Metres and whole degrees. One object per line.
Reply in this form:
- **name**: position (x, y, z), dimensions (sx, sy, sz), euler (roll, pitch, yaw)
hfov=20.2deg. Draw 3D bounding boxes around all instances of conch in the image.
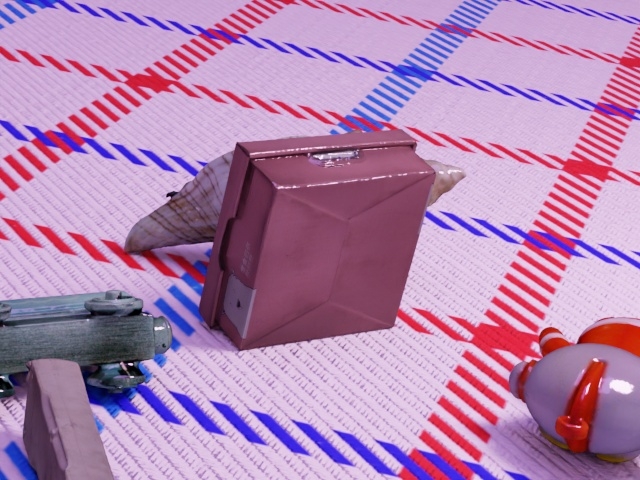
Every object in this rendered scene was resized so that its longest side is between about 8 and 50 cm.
- **conch**: position (-0.025, -0.032, 2.026), dimensions (0.386, 0.203, 0.169), euler (-20, 45, -10)

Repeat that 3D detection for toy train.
- **toy train**: position (-0.273, 0.094, 1.729), dimensions (0.248, 0.101, 0.159), euler (-3, 7, -26)

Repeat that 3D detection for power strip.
- **power strip**: position (-0.208, 0.190, 1.499), dimensions (0.048, 0.080, 0.286), euler (2, 22, -17)

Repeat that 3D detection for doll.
- **doll**: position (0.288, 0.145, 1.767), dimensions (0.199, 0.105, 0.336), euler (17, 15, 18)

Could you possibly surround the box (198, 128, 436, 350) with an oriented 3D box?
- **box**: position (0.000, 0.000, 1.882), dimensions (0.215, 0.215, 0.086), euler (-6, 36, -32)
